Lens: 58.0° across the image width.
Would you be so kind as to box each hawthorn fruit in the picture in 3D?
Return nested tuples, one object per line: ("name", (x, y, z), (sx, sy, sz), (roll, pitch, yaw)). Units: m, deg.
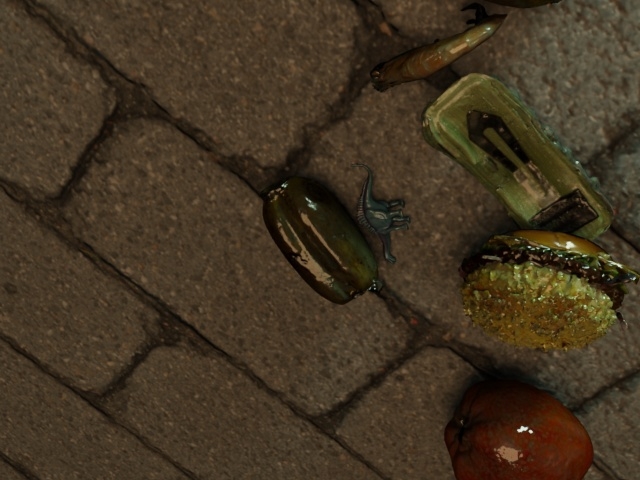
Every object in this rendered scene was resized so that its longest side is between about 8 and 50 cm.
("hawthorn fruit", (0.350, 0.353, 0.977), (0.263, 0.210, 0.210), (24, 117, -9))

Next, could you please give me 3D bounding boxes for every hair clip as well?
("hair clip", (0.285, -0.116, 0.842), (0.321, 0.091, 0.138), (42, 117, -19))

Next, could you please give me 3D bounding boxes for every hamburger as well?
("hamburger", (0.324, 0.080, 0.848), (0.244, 0.138, 0.261), (14, 155, 10))

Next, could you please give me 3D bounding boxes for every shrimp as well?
("shrimp", (0.157, -0.265, 0.793), (0.046, 0.152, 0.219), (55, 153, -18))

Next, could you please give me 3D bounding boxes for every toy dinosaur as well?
("toy dinosaur", (0.099, -0.041, 0.937), (0.080, 0.045, 0.197), (-11, 120, 23))

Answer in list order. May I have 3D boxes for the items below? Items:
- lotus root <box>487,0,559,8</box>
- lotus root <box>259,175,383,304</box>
("lotus root", (0.203, -0.384, 0.703), (0.275, 0.152, 0.160), (24, 109, 0))
("lotus root", (0.000, 0.000, 0.937), (0.124, 0.123, 0.241), (-35, 97, 11))
